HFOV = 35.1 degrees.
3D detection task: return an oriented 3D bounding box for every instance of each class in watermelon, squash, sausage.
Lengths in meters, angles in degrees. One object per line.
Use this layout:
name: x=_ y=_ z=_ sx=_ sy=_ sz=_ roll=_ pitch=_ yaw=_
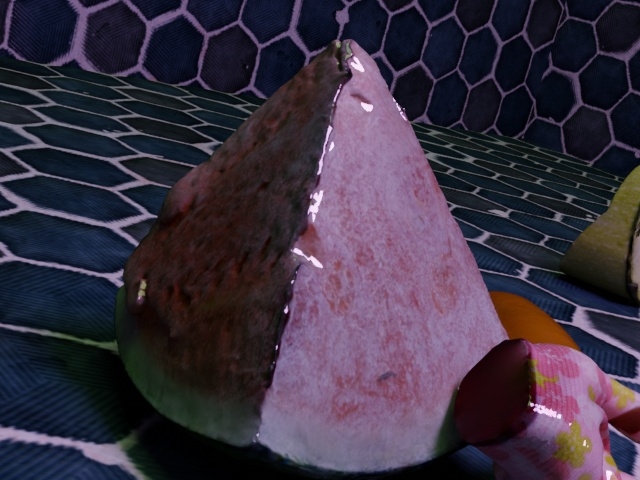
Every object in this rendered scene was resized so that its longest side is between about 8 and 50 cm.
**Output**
watermelon: x=0.009 y=0.034 z=0.774 sx=0.283 sy=0.292 sz=0.250 roll=27 pitch=-11 yaw=42
squash: x=0.461 y=-0.023 z=1.489 sx=0.133 sy=0.220 sz=0.220 roll=30 pitch=20 yaw=37
sausage: x=0.189 y=0.109 z=0.951 sx=0.098 sy=0.098 sz=0.238 roll=13 pitch=12 yaw=-10

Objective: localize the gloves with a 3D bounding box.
gloves: x=0.209 y=0.165 z=0.720 sx=0.241 sy=0.126 sz=0.145 roll=41 pitch=0 yaw=-19
